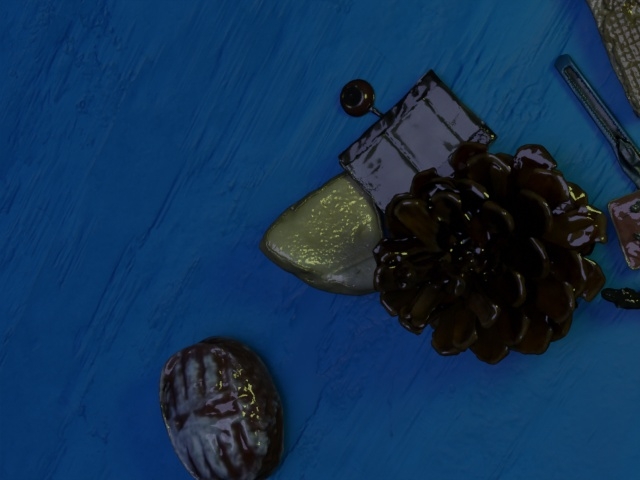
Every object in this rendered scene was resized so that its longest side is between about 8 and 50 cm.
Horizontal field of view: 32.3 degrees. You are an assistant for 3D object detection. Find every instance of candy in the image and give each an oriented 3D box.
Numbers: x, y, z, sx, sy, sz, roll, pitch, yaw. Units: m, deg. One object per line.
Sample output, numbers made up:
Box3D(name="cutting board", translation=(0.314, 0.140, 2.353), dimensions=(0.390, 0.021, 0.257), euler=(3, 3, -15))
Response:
Box3D(name="candy", translation=(-0.184, 0.321, 2.050), dimensions=(0.214, 0.157, 0.289), euler=(-26, 80, 20))

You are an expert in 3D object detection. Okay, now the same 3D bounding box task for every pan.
Box3D(name="pan", translation=(0.080, -0.244, 1.982), dimensions=(0.115, 0.023, 0.068), euler=(38, 106, 20))

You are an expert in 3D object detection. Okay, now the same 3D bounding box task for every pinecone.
Box3D(name="pinecone", translation=(0.244, 0.029, 1.726), dimensions=(0.384, 0.384, 0.384), euler=(1, 91, 26))

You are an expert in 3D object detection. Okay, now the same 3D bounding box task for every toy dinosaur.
Box3D(name="toy dinosaur", translation=(0.522, 0.081, 1.690), dimensions=(0.187, 0.179, 0.087), euler=(-28, 78, 26))

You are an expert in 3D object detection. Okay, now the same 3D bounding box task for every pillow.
Box3D(name="pillow", translation=(0.575, -0.042, 1.729), dimensions=(0.232, 0.043, 0.126), euler=(-19, 96, 23))

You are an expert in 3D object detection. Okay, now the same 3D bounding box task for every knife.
Box3D(name="knife", translation=(0.468, -0.181, 1.795), dimensions=(0.044, 0.026, 0.296), euler=(-42, 74, 33))

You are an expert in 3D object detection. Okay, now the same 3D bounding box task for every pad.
Box3D(name="pad", translation=(0.164, -0.158, 1.914), dimensions=(0.233, 0.022, 0.174), euler=(-45, 82, 8))

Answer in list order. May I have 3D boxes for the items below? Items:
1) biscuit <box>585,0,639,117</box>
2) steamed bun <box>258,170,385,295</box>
Box3D(name="biscuit", translation=(0.483, -0.408, 1.754), dimensions=(0.144, 0.078, 0.426), euler=(-25, 80, 25))
Box3D(name="steamed bun", translation=(0.026, 0.016, 1.960), dimensions=(0.231, 0.110, 0.212), euler=(-34, 83, -14))
